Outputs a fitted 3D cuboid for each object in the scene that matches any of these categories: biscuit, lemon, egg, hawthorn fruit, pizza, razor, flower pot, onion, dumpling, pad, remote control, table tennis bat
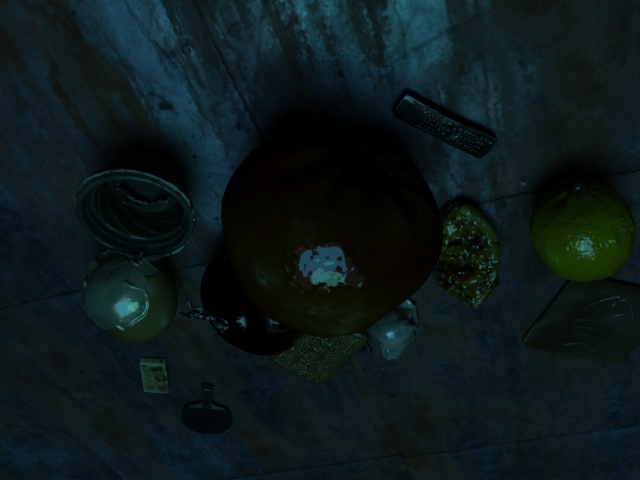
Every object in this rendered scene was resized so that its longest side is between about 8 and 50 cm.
[{"bbox_3d":[-0.010,0.281,1.626,0.172,0.029,0.254,30,127,-14],"label":"biscuit"},{"bbox_3d":[0.515,-0.020,1.230,0.193,0.192,0.231,-15,130,15],"label":"lemon"},{"bbox_3d":[-0.420,0.129,1.402,0.201,0.200,0.244,-6,144,7],"label":"egg"},{"bbox_3d":[0.000,0.000,1.136,0.404,0.402,0.402,1,133,1],"label":"hawthorn fruit"},{"bbox_3d":[0.316,0.042,1.368,0.162,0.085,0.305,-10,130,12],"label":"pizza"},{"bbox_3d":[0.083,0.303,1.656,0.028,0.044,0.154,-15,158,-50],"label":"razor"},{"bbox_3d":[-0.353,-0.086,1.238,0.236,0.140,0.235,2,135,2],"label":"flower pot"},{"bbox_3d":[-0.160,0.144,1.359,0.273,0.285,0.272,17,121,30],"label":"onion"},{"bbox_3d":[0.187,0.207,1.522,0.127,0.108,0.187,-24,113,-7],"label":"dumpling"},{"bbox_3d":[0.689,0.202,1.545,0.287,0.018,0.283,11,133,-9],"label":"pad"},{"bbox_3d":[0.235,-0.215,1.172,0.212,0.028,0.059,22,126,-18],"label":"remote control"},{"bbox_3d":[-0.341,0.513,1.875,0.154,0.021,0.274,7,135,-4],"label":"table tennis bat"}]

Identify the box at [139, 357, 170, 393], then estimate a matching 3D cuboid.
[{"bbox_3d":[-0.466,0.381,1.756,0.073,0.020,0.149,5,132,-2],"label":"box"}]
